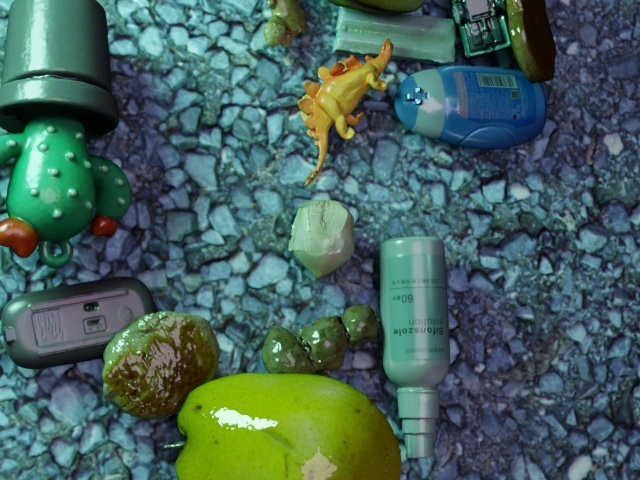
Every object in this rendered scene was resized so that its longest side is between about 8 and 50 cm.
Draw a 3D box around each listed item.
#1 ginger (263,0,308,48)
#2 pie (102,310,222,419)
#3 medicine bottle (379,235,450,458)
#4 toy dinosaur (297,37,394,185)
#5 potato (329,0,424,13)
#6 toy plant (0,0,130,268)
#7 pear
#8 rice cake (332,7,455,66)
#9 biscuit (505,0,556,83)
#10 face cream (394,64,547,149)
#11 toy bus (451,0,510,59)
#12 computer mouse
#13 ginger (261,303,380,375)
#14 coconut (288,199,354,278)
[{"bbox_3d":[-0.064,-0.428,1.944,0.176,0.052,0.193,51,59,-9],"label":"ginger"},{"bbox_3d":[-0.240,0.189,1.760,0.193,0.079,0.163,-34,109,-15],"label":"pie"},{"bbox_3d":[0.154,0.173,1.885,0.110,0.110,0.352,1,81,-17],"label":"medicine bottle"},{"bbox_3d":[0.023,-0.230,1.930,0.117,0.070,0.288,37,82,-8],"label":"toy dinosaur"},{"bbox_3d":[0.062,-0.454,1.944,0.272,0.111,0.160,-3,92,-42],"label":"potato"},{"bbox_3d":[-0.388,-0.157,1.730,0.185,0.279,0.400,-8,73,21],"label":"toy plant"},{"bbox_3d":[-0.047,0.326,1.734,0.336,0.285,0.285,25,73,19],"label":"pear"},{"bbox_3d":[0.129,-0.347,1.996,0.226,0.040,0.085,3,82,-17],"label":"rice cake"},{"bbox_3d":[0.352,-0.377,1.994,0.208,0.041,0.290,63,25,-28],"label":"biscuit"},{"bbox_3d":[0.252,-0.229,1.992,0.264,0.083,0.149,1,74,-17],"label":"face cream"},{"bbox_3d":[0.255,-0.446,2.011,0.091,0.109,0.261,-14,88,2],"label":"toy bus"},{"bbox_3d":[-0.363,0.124,1.762,0.232,0.057,0.120,-11,87,-23],"label":"computer mouse"},{"bbox_3d":[0.004,0.162,1.858,0.204,0.080,0.104,-18,75,-16],"label":"ginger"},{"bbox_3d":[0.000,0.000,1.869,0.110,0.110,0.124,10,72,-15],"label":"coconut"}]
